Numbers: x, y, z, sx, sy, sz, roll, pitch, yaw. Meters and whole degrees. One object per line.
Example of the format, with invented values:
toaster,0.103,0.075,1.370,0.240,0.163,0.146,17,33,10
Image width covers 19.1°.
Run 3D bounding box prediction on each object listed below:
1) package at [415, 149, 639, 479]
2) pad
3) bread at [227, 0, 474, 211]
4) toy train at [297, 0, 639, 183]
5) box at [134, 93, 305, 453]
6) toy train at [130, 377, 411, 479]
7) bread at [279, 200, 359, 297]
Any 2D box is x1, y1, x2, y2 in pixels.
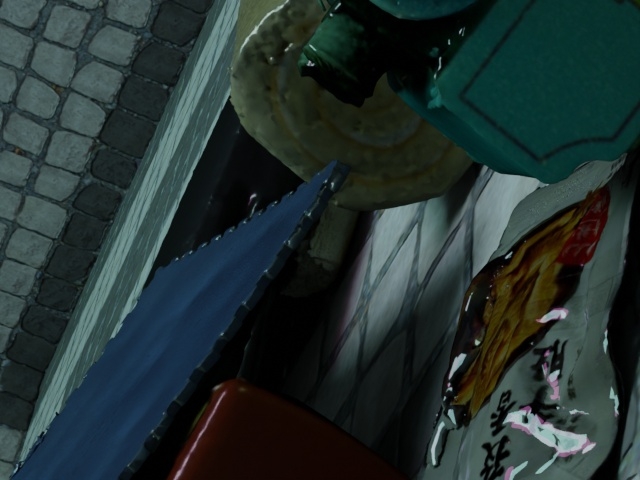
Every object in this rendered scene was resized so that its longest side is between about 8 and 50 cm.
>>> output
package,0.086,0.054,0.775,0.154,0.030,0.239,-43,25,59
pad,-0.107,0.084,1.033,0.270,0.012,0.269,-55,13,-25
bread,0.022,-0.099,1.086,0.134,0.148,0.141,-62,11,19
toy train,0.086,-0.116,0.733,0.198,0.154,0.107,-53,9,-2
box,-0.088,0.051,1.386,0.359,0.091,0.350,115,176,-59
toy train,-0.074,0.197,0.986,0.232,0.163,0.369,-59,9,-15
bread,0.000,0.000,1.330,0.083,0.035,0.070,128,162,-66
